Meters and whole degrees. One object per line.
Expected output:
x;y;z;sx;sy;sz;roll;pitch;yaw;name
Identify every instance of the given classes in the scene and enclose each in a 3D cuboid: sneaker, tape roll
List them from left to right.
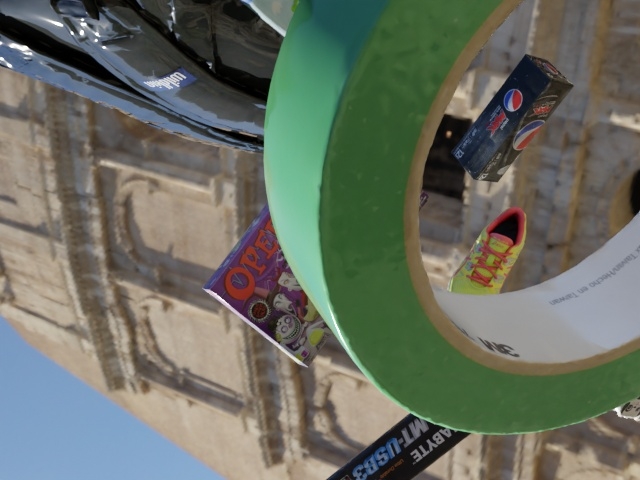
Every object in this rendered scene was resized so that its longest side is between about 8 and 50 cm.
0.255;0.029;1.315;0.208;0.082;0.094;-59;-13;-28;sneaker
0.134;-0.050;0.445;0.321;0.077;0.321;-11;-59;-19;tape roll

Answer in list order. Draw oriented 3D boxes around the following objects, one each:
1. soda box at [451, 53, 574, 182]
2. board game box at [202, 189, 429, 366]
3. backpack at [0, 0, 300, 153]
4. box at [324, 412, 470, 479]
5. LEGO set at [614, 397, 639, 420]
0.248;-0.156;1.131;0.053;0.060;0.169;1;-45;-41;soda box
0.000;0.000;1.369;0.208;0.056;0.346;39;-103;-15;board game box
-0.075;-0.187;0.702;0.356;0.290;0.273;35;-122;-41;backpack
0.110;0.284;1.163;0.293;0.073;0.295;-41;-14;10;box
0.233;0.133;0.852;0.227;0.087;0.093;18;-68;-34;LEGO set
